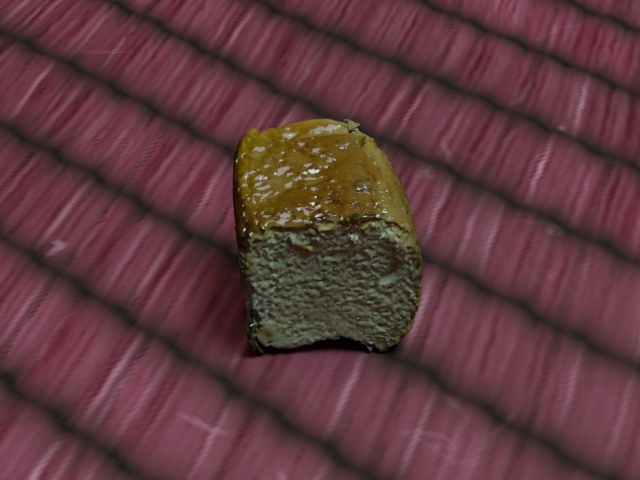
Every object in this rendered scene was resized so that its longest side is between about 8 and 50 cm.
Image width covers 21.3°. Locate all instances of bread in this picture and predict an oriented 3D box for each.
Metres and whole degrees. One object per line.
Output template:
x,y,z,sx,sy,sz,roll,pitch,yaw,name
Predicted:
0.002,-0.001,0.715,0.076,0.083,0.070,-4,44,0,bread
